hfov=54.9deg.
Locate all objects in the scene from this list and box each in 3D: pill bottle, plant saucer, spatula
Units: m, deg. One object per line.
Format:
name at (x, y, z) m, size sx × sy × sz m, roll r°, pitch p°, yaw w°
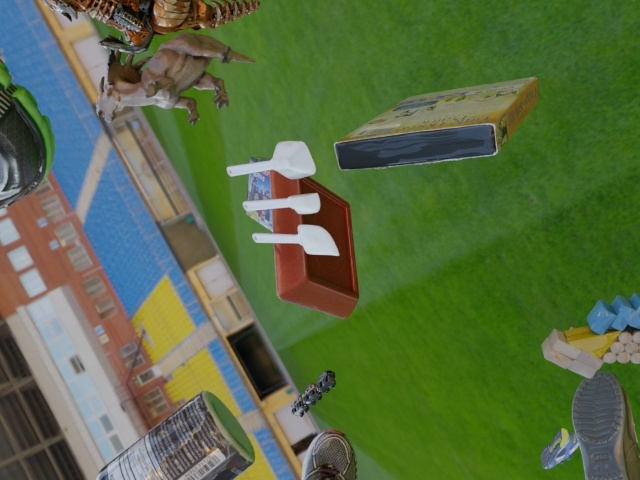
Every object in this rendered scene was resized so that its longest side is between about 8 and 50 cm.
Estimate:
pill bottle at (-0.226, 0.339, 0.881) m, size 0.130 × 0.246 × 0.130 m, roll 52°, pitch 175°, yaw 7°
plant saucer at (0.000, 0.000, 1.142) m, size 0.259 × 0.048 × 0.258 m, roll 28°, pitch -127°, yaw -58°
spatula at (-0.063, -0.060, 0.926) m, size 0.242 × 0.019 × 0.168 m, roll 4°, pitch 118°, yaw 57°

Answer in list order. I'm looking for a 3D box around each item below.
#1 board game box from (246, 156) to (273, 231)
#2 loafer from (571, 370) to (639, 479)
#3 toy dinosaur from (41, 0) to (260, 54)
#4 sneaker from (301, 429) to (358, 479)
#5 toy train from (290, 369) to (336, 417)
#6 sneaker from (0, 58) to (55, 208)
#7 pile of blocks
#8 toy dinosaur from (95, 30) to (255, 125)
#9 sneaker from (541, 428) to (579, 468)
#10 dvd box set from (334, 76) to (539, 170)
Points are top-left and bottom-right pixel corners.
board game box at (-0.091, -0.119, 1.410) m, size 0.194 × 0.060 × 0.194 m, roll 33°, pitch 124°, yaw 43°
loafer at (0.506, 0.357, 1.082) m, size 0.094 × 0.251 × 0.087 m, roll -16°, pitch 147°, yaw 42°
toy dinosaur at (-0.257, -0.394, 0.946) m, size 0.164 × 0.322 × 0.218 m, roll 11°, pitch 101°, yaw 36°
sneaker at (0.014, 0.538, 1.249) m, size 0.112 × 0.121 × 0.299 m, roll 100°, pitch 179°, yaw -71°
toy train at (-0.015, 0.275, 1.106) m, size 0.158 × 0.027 × 0.036 m, roll -53°, pitch 23°, yaw 42°
sneaker at (-0.476, -0.041, 0.666) m, size 0.185 × 0.483 × 0.202 m, roll 50°, pitch -150°, yaw -28°
pile of blocks at (0.544, 0.121, 1.006) m, size 0.112 × 0.363 × 0.148 m, roll -62°, pitch -41°, yaw -68°
toy dinosaur at (-0.273, -0.318, 1.127) m, size 0.200 × 0.296 × 0.127 m, roll 43°, pitch 158°, yaw 31°
sneaker at (0.616, 0.540, 1.576) m, size 0.053 × 0.059 × 0.144 m, roll -89°, pitch 17°, yaw -51°
dvd box set at (0.254, -0.244, 1.256) m, size 0.308 × 0.420 × 0.062 m, roll -3°, pitch 112°, yaw 30°
